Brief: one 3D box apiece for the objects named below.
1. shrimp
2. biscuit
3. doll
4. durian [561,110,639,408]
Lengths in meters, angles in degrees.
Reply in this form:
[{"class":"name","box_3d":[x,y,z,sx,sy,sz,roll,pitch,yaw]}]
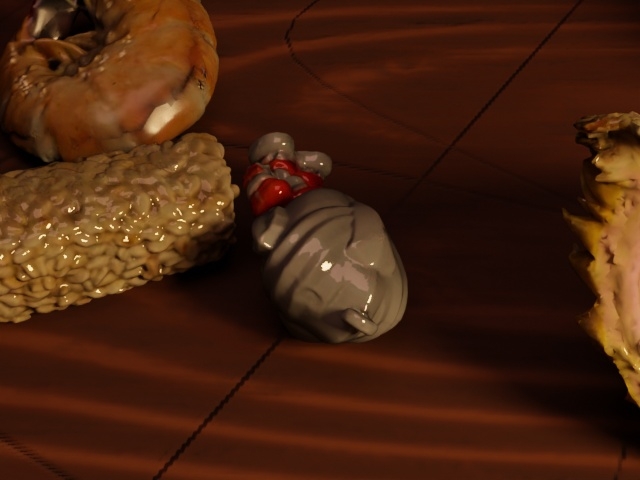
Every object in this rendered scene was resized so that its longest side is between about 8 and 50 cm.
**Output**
[{"class":"shrimp","box_3d":[-0.151,-0.145,0.943,0.152,0.063,0.287,-20,43,3]},{"class":"biscuit","box_3d":[-0.128,-0.010,0.775,0.168,0.070,0.082,-15,50,-12]},{"class":"doll","box_3d":[0.000,0.000,0.743,0.094,0.079,0.180,26,23,-28]},{"class":"durian","box_3d":[0.264,0.010,0.646,0.305,0.185,0.195,9,24,11]}]
